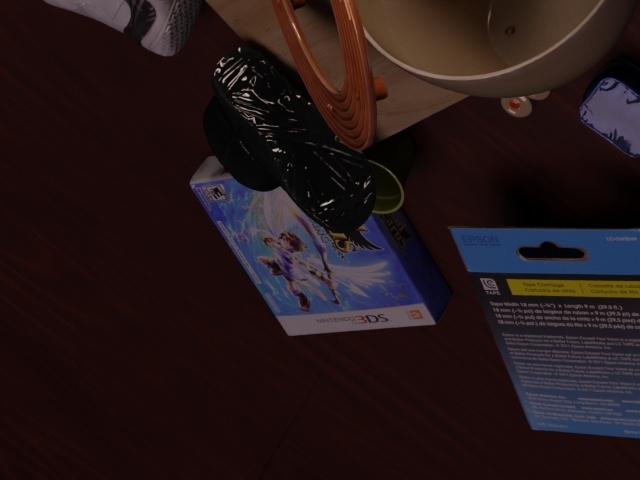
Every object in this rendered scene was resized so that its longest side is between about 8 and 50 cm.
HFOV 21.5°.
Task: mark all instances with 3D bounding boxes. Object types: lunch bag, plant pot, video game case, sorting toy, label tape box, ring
[{"bbox_3d":[0.322,-0.138,1.746,0.098,0.065,0.067,37,126,-4],"label":"lunch bag"},{"bbox_3d":[0.074,-0.087,1.956,0.083,0.079,0.083,19,140,17],"label":"plant pot"},{"bbox_3d":[0.000,0.000,2.117,0.244,0.061,0.269,-8,127,38],"label":"video game case"},{"bbox_3d":[0.043,-0.246,1.790,0.255,0.089,0.257,45,145,-15],"label":"sorting toy"},{"bbox_3d":[0.187,-0.251,1.590,0.284,0.284,0.191,7,167,29],"label":"plant pot"},{"bbox_3d":[0.318,0.079,1.947,0.240,0.106,0.334,1,131,33],"label":"label tape box"},{"bbox_3d":[-0.007,-0.246,1.578,0.336,0.032,0.337,160,90,-80],"label":"ring"}]

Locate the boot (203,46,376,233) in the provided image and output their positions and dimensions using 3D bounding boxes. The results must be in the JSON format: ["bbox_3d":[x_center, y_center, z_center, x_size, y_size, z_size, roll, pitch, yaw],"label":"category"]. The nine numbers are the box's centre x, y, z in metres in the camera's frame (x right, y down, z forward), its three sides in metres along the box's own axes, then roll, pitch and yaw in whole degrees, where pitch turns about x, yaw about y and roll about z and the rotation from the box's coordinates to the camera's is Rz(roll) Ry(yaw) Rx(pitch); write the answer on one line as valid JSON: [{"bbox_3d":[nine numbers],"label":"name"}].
[{"bbox_3d":[-0.038,-0.094,1.913,0.246,0.094,0.207,48,168,6],"label":"boot"}]

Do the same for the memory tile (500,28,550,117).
[{"bbox_3d":[0.209,-0.197,1.802,0.113,0.012,0.148,36,141,-5],"label":"memory tile"}]

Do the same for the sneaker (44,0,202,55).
[{"bbox_3d":[-0.247,-0.365,1.828,0.210,0.137,0.366,17,143,15],"label":"sneaker"}]
